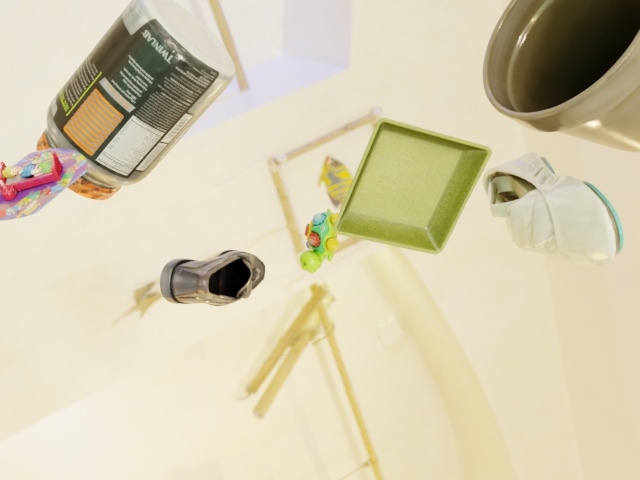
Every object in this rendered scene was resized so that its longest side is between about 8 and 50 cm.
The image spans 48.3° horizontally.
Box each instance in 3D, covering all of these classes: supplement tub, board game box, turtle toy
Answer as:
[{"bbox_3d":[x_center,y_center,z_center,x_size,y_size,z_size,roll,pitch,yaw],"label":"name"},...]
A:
[{"bbox_3d":[-0.304,-0.223,1.154,0.193,0.316,0.193,41,20,-19],"label":"supplement tub"},{"bbox_3d":[-0.416,-0.094,1.009,0.133,0.168,0.033,15,-42,29],"label":"board game box"},{"bbox_3d":[0.000,0.000,1.365,0.095,0.066,0.130,121,-19,-78],"label":"turtle toy"}]

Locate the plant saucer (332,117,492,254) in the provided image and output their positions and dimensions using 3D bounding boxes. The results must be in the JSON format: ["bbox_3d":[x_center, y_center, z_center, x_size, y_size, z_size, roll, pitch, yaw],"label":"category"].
[{"bbox_3d":[0.128,-0.082,1.051,0.045,0.188,0.188,-113,-140,-56],"label":"plant saucer"}]

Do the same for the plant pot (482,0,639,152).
[{"bbox_3d":[0.484,-0.287,1.192,0.280,0.323,0.323,26,6,-31],"label":"plant pot"}]

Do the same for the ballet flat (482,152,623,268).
[{"bbox_3d":[0.341,-0.046,1.126,0.400,0.139,0.139,-90,160,-71],"label":"ballet flat"}]

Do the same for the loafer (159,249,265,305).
[{"bbox_3d":[-0.174,0.075,1.339,0.302,0.095,0.109,-4,95,-64],"label":"loafer"}]
